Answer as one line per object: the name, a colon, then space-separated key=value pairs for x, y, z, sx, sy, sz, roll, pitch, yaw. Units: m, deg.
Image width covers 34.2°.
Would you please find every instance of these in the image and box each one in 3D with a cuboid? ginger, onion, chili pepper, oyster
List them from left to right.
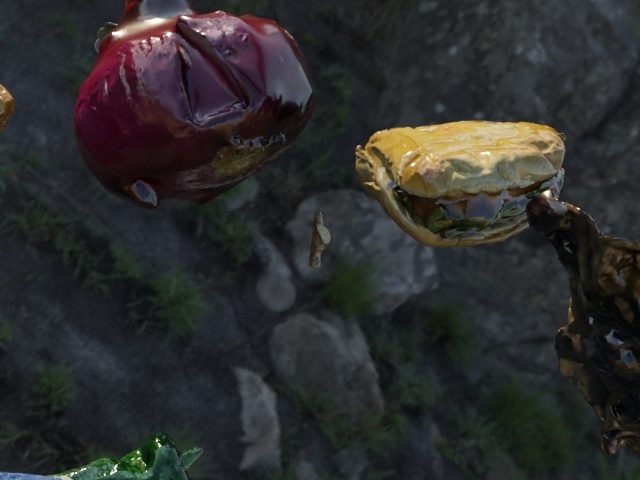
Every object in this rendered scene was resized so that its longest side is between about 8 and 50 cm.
chili pepper: x=-0.280 y=0.343 z=1.405 sx=0.270 sy=0.099 sz=0.136 roll=-22 pitch=86 yaw=-28
onion: x=-0.236 y=-0.272 z=1.676 sx=0.398 sy=0.398 sz=0.420 roll=-21 pitch=77 yaw=-54
ginger: x=0.001 y=-0.001 z=1.732 sx=0.030 sy=0.048 sz=0.097 roll=8 pitch=79 yaw=-13
oyster: x=0.287 y=0.105 z=1.018 sx=0.221 sy=0.096 sz=0.361 roll=55 pitch=-8 yaw=39

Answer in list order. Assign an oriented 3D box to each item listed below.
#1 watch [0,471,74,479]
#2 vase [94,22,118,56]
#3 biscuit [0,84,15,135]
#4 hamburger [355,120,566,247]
watch: x=-0.426 y=0.362 z=1.222 sx=0.275 sy=0.276 sz=0.068 roll=12 pitch=39 yaw=-23
vase: x=-0.319 y=-0.343 z=1.855 sx=0.149 sy=0.081 sz=0.081 roll=-9 pitch=67 yaw=-51
biscuit: x=-0.610 y=-0.126 z=1.724 sx=0.094 sy=0.378 sz=0.054 roll=42 pitch=35 yaw=2
hamburger: x=0.207 y=-0.078 z=1.586 sx=0.209 sy=0.330 sz=0.162 roll=-71 pitch=161 yaw=-61
